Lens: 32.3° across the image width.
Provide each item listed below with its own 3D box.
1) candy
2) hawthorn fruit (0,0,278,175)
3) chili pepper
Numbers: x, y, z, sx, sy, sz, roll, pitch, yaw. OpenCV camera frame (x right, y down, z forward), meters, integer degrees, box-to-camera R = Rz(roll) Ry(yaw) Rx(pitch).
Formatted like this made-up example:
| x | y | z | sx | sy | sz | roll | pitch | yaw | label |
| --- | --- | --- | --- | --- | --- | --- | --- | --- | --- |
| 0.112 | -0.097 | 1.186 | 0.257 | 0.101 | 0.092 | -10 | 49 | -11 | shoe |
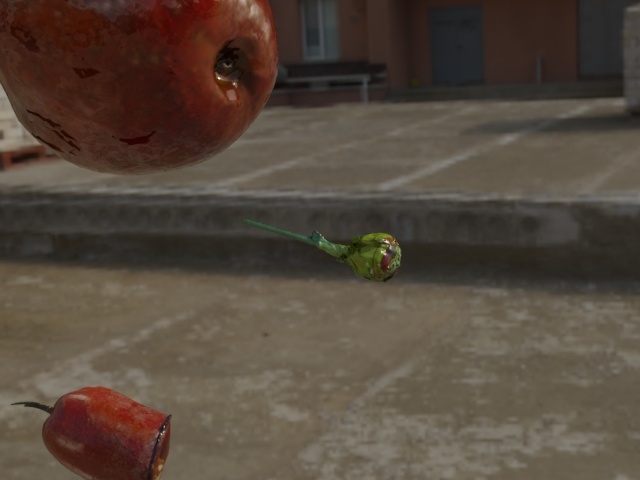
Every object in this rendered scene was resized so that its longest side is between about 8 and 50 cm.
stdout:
| x | y | z | sx | sy | sz | roll | pitch | yaw | label |
| --- | --- | --- | --- | --- | --- | --- | --- | --- | --- |
| 0.000 | 0.000 | 0.800 | 0.123 | 0.035 | 0.035 | 16 | 8 | 17 | candy |
| -0.180 | -0.187 | 1.016 | 0.284 | 0.284 | 0.284 | -3 | 12 | 1 | hawthorn fruit |
| -0.230 | 0.189 | 1.097 | 0.192 | 0.084 | 0.086 | 16 | 45 | 22 | chili pepper |
